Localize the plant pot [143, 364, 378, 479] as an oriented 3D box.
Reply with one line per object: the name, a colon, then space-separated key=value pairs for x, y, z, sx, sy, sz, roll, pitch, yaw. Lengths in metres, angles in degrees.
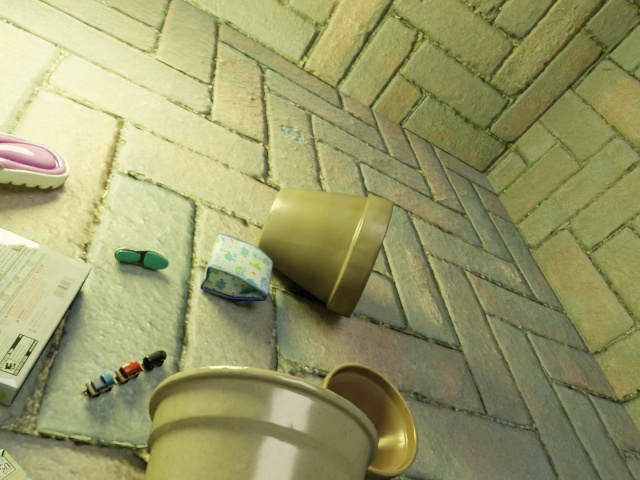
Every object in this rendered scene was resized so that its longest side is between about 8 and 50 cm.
plant pot: x=-0.103 y=0.378 z=0.599 sx=0.334 sy=0.334 sz=0.305 roll=29 pitch=41 yaw=-17

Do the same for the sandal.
sandal: x=-0.642 y=-0.188 z=0.891 sx=0.169 sy=0.102 sz=0.416 roll=47 pitch=16 yaw=12

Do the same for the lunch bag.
lunch bag: x=-0.187 y=0.070 z=1.131 sx=0.151 sy=0.096 sz=0.128 roll=18 pitch=39 yaw=-13

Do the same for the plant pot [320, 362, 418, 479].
plant pot: x=0.076 y=0.383 z=1.006 sx=0.237 sy=0.109 sz=0.237 roll=27 pitch=35 yaw=-21

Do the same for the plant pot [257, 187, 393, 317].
plant pot: x=0.000 y=0.000 z=1.252 sx=0.280 sy=0.323 sz=0.323 roll=21 pitch=34 yaw=0

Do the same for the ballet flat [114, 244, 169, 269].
ballet flat: x=-0.381 y=0.032 z=1.038 sx=0.114 sy=0.041 sz=0.041 roll=17 pitch=39 yaw=-33

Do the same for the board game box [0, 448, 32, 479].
board game box: x=-0.427 y=0.414 z=0.519 sx=0.213 sy=0.046 sz=0.317 roll=43 pitch=32 yaw=6

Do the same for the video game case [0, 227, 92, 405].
video game case: x=-0.542 y=0.094 z=0.774 sx=0.244 sy=0.061 sz=0.269 roll=29 pitch=34 yaw=-19

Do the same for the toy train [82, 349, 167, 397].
toy train: x=-0.333 y=0.228 z=0.846 sx=0.027 sy=0.036 sz=0.158 roll=50 pitch=34 yaw=15
